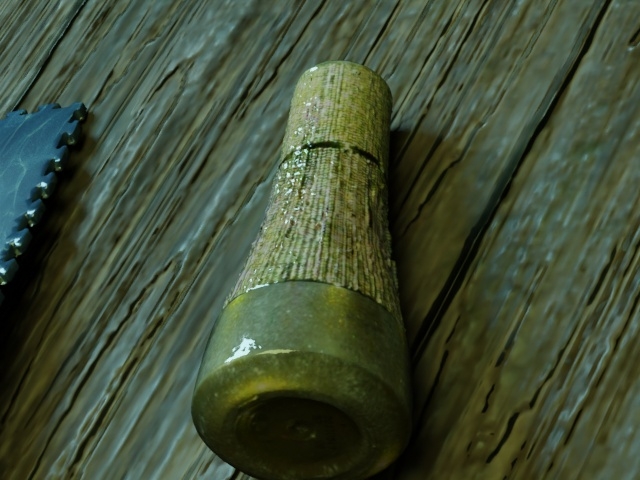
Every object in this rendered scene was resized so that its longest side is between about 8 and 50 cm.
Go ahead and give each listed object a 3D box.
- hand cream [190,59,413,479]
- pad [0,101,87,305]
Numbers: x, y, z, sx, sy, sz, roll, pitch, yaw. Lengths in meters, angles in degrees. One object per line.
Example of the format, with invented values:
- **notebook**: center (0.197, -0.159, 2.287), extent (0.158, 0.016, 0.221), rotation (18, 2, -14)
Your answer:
- **hand cream**: center (0.000, 0.000, 0.676), extent (0.084, 0.084, 0.203), rotation (-14, 44, 20)
- **pad**: center (-0.262, 0.037, 0.809), extent (0.269, 0.012, 0.270), rotation (-11, 40, 23)
